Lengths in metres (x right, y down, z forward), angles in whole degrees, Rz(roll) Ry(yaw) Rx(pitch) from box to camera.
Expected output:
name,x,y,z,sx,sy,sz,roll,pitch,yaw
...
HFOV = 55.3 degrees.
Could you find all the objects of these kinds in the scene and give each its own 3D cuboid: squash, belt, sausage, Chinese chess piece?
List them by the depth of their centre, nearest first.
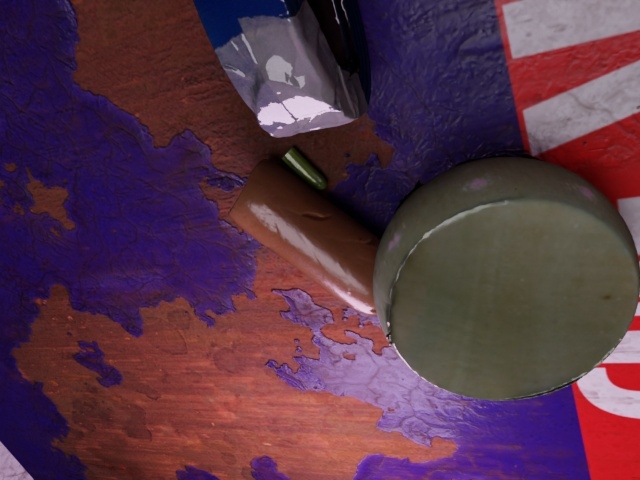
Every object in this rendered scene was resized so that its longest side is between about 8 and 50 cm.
name,x,y,z,sx,sy,sz,roll,pitch,yaw
belt,-0.047,-0.296,0.715,0.117,0.212,0.347,-8,117,26
Chinese chess piece,0.246,0.055,0.843,0.349,0.146,0.349,2,119,3
squash,-0.023,-0.110,0.965,0.083,0.027,0.027,43,130,-10
sausage,0.001,0.001,0.976,0.304,0.121,0.121,37,131,-5
